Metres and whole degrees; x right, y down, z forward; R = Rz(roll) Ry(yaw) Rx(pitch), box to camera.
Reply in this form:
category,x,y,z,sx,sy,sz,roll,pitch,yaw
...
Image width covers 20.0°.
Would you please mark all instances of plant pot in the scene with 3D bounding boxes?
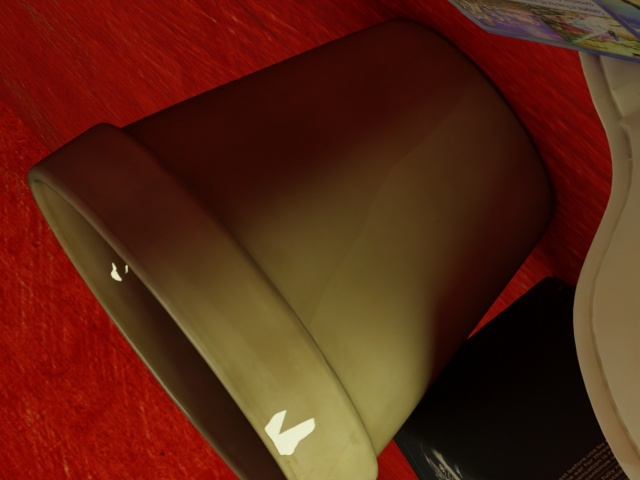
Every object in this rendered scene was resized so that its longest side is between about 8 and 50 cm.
category,x,y,z,sx,sy,sz,roll,pitch,yaw
plant pot,0.000,0.000,1.278,0.323,0.280,0.323,49,166,16

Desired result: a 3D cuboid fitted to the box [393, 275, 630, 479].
category,x,y,z,sx,sy,sz,roll,pitch,yaw
box,0.250,0.239,1.290,0.343,0.179,0.312,58,168,-24

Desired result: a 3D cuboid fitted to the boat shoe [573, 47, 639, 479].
category,x,y,z,sx,sy,sz,roll,pitch,yaw
boat shoe,0.177,-0.002,0.780,0.099,0.116,0.319,46,-148,-37

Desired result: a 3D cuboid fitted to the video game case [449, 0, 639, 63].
category,x,y,z,sx,sy,sz,roll,pitch,yaw
video game case,0.081,-0.152,0.719,0.244,0.061,0.269,34,173,-35
